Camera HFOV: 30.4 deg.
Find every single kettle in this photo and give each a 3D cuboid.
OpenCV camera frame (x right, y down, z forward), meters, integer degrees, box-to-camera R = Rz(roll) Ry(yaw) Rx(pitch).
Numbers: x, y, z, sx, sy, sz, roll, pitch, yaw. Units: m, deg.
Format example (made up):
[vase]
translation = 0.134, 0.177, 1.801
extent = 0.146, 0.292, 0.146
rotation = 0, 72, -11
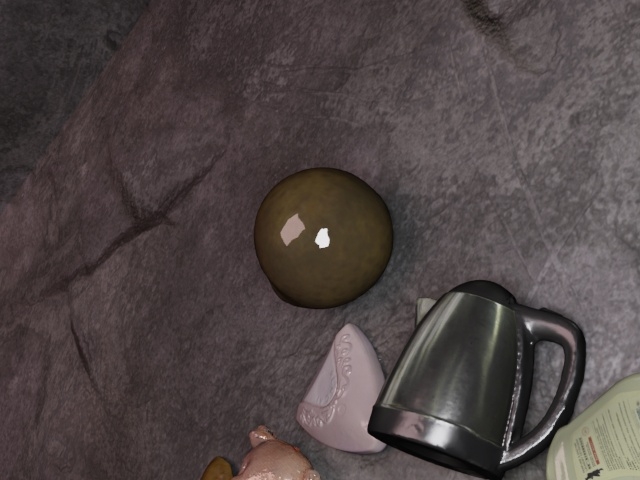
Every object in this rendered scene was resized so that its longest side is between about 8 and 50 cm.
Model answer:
[kettle]
translation = 0.215, 0.182, 1.677
extent = 0.251, 0.207, 0.271
rotation = -8, 59, 61

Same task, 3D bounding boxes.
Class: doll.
[doll]
translation = -0.116, 0.485, 2.027
extent = 0.201, 0.156, 0.303
rotation = 31, 103, 50

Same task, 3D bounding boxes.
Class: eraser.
[eraser]
translation = 0.045, 0.273, 1.985
extent = 0.204, 0.059, 0.243
rotation = -62, 30, 11

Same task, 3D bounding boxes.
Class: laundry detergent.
[laundry detergent]
translation = 0.375, 0.283, 1.485
extent = 0.253, 0.091, 0.181
rotation = -41, 48, 35

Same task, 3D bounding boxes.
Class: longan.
[longan]
translation = 0.000, 0.000, 2.034
extent = 0.258, 0.258, 0.258
rotation = -31, 49, 44

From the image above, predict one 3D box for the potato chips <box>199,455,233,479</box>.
[potato chips]
translation = -0.216, 0.514, 2.244
extent = 0.150, 0.049, 0.201
rotation = 14, 90, 62
